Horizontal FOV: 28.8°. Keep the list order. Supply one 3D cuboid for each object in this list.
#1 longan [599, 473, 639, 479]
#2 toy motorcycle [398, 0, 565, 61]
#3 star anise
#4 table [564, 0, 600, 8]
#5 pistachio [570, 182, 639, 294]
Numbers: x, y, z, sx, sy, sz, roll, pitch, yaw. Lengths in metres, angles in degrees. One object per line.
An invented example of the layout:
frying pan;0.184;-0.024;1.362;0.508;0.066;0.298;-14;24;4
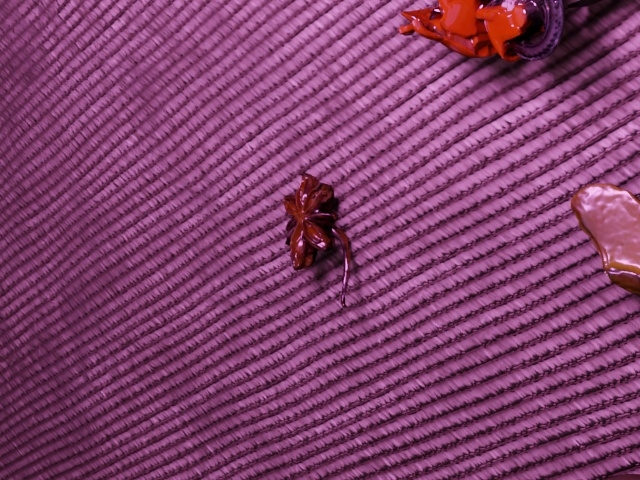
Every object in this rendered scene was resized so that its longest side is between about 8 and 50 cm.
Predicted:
longan;0.347;0.359;1.376;0.198;0.198;0.212;47;117;22
toy motorcycle;0.159;-0.339;1.364;0.221;0.148;0.325;-15;90;57
star anise;0.000;0.000;1.657;0.097;0.070;0.190;-26;65;40
table;0.315;-0.339;1.291;0.175;0.062;0.146;-16;91;44
pistachio;0.346;0.008;1.369;0.173;0.049;0.089;44;104;26
